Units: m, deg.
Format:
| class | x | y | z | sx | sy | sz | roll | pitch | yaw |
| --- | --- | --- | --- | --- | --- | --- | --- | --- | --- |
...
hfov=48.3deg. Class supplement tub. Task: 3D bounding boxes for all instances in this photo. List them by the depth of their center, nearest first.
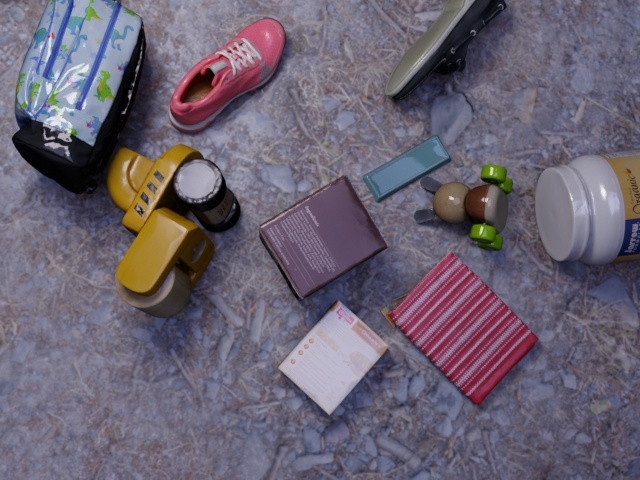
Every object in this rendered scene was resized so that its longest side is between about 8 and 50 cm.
| class | x | y | z | sx | sy | sz | roll | pitch | yaw |
| --- | --- | --- | --- | --- | --- | --- | --- | --- | --- |
| supplement tub | 0.625 | -0.070 | 1.454 | 0.315 | 0.228 | 0.229 | -7 | 85 | -4 |

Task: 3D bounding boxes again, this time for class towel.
| class | x | y | z | sx | sy | sz | roll | pitch | yaw |
| --- | --- | --- | --- | --- | --- | --- | --- | --- | --- |
| towel | 0.303 | 0.185 | 1.501 | 0.199 | 0.031 | 0.275 | -45 | 92 | -7 |

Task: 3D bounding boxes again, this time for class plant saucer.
| class | x | y | z | sx | sy | sz | roll | pitch | yaw |
| --- | --- | --- | --- | --- | --- | --- | --- | --- | --- |
| plant saucer | 0.188 | -0.157 | 1.539 | 0.192 | 0.018 | 0.067 | -30 | 87 | -5 |

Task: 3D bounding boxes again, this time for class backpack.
| class | x | y | z | sx | sy | sz | roll | pitch | yaw |
| --- | --- | --- | --- | --- | --- | --- | --- | --- | --- |
| backpack | -0.465 | -0.305 | 1.382 | 0.273 | 0.290 | 0.356 | 33 | 76 | -12 |

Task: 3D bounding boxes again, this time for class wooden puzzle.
| class | x | y | z | sx | sy | sz | roll | pitch | yaw |
| --- | --- | --- | --- | --- | --- | --- | --- | --- | --- |
| wooden puzzle | 0.193 | 0.149 | 1.512 | 0.116 | 0.014 | 0.079 | -29 | 87 | -6 |

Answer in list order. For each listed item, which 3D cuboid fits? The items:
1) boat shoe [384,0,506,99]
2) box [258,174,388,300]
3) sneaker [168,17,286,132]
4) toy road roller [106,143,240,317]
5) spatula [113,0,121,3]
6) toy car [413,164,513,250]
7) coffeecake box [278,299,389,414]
| class | x | y | z | sx | sy | sz | roll | pitch | yaw |
| --- | --- | --- | --- | --- | --- | --- | --- | --- | --- |
| boat shoe | 0.275 | -0.414 | 1.521 | 0.113 | 0.127 | 0.340 | 40 | 80 | -22 |
| box | 0.000 | 0.000 | 1.435 | 0.203 | 0.168 | 0.167 | -31 | 87 | -6 |
| sneaker | -0.187 | -0.347 | 1.472 | 0.314 | 0.136 | 0.116 | -45 | 90 | -7 |
| toy road roller | -0.327 | -0.036 | 1.410 | 0.240 | 0.202 | 0.330 | 26 | 78 | 11 |
| spatula | -0.511 | -0.602 | 1.515 | 0.084 | 0.030 | 0.296 | -36 | 76 | -7 |
| toy car | 0.294 | -0.074 | 1.504 | 0.188 | 0.149 | 0.155 | 8 | 80 | 26 |
| coffeecake box | 0.026 | 0.238 | 1.465 | 0.142 | 0.068 | 0.185 | 42 | 84 | 1 |
